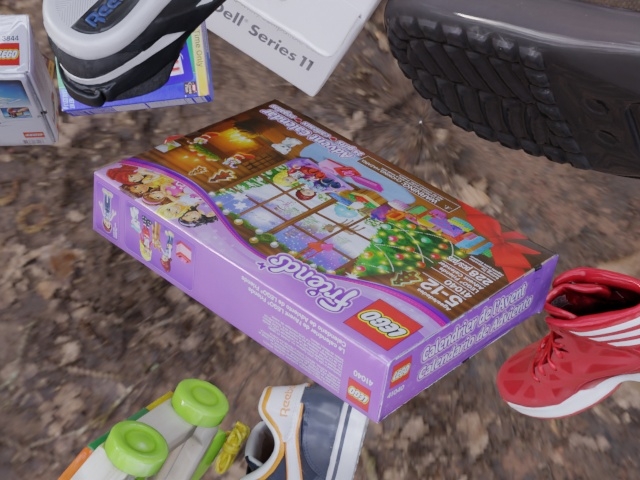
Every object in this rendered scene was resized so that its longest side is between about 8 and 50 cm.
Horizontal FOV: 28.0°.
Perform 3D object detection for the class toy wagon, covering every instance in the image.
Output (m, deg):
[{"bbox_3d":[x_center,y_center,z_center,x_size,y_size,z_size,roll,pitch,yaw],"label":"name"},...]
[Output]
[{"bbox_3d":[-0.183,0.256,1.285,0.068,0.344,0.267,35,115,12],"label":"toy wagon"}]

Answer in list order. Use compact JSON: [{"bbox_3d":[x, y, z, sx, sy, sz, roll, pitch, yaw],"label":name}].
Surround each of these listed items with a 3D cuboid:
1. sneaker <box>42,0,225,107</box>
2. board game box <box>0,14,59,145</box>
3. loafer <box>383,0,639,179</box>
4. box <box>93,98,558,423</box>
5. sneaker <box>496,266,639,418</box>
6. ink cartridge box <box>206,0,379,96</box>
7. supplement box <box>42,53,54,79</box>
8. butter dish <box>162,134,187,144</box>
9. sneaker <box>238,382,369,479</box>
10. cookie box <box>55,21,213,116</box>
[{"bbox_3d":[-0.089,-0.172,0.839,0.217,0.121,0.079,-39,79,-19],"label":"sneaker"},{"bbox_3d":[-0.371,-0.121,1.019,0.305,0.193,0.053,-1,79,-6],"label":"board game box"},{"bbox_3d":[0.201,-0.081,0.528,0.366,0.134,0.130,23,73,27],"label":"loafer"},{"bbox_3d":[0.000,0.000,0.962,0.293,0.201,0.057,31,130,30],"label":"box"},{"bbox_3d":[0.199,0.072,1.039,0.128,0.087,0.221,33,142,-27],"label":"sneaker"},{"bbox_3d":[-0.032,-0.282,1.233,0.207,0.353,0.119,33,136,-3],"label":"ink cartridge box"},{"bbox_3d":[-0.429,-0.168,1.643,0.081,0.104,0.188,38,100,-20],"label":"supplement box"},{"bbox_3d":[-0.084,-0.019,1.306,0.160,0.118,0.160,1,51,-6],"label":"butter dish"},{"bbox_3d":[-0.024,0.272,1.451,0.127,0.126,0.321,13,130,4],"label":"sneaker"},{"bbox_3d":[-0.136,-0.141,0.928,0.107,0.040,0.092,-7,91,0],"label":"cookie box"}]
